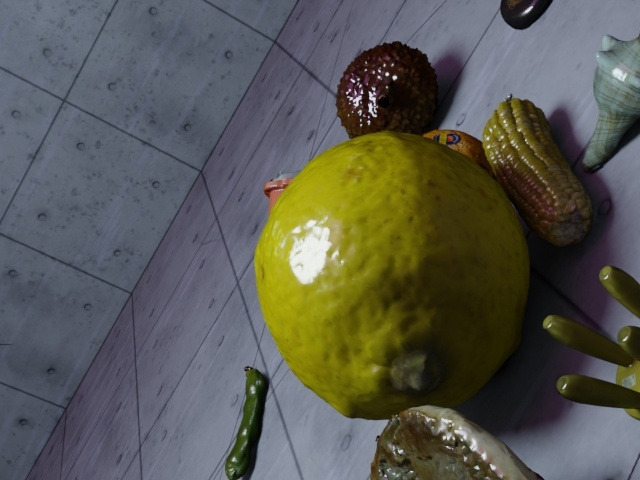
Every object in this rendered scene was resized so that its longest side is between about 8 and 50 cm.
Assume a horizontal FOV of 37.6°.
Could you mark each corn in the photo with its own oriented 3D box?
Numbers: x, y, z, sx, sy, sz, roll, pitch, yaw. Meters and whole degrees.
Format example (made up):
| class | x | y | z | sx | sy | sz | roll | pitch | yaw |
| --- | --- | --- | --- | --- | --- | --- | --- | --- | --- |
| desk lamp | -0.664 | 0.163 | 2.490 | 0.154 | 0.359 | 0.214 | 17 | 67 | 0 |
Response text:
| class | x | y | z | sx | sy | sz | roll | pitch | yaw |
| --- | --- | --- | --- | --- | --- | --- | --- | --- | --- |
| corn | 0.280 | -0.089 | 1.216 | 0.101 | 0.101 | 0.292 | -53 | 26 | 24 |

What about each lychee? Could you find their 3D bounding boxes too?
| class | x | y | z | sx | sy | sz | roll | pitch | yaw |
| --- | --- | --- | --- | --- | --- | --- | --- | --- | --- |
| lychee | 0.120 | -0.254 | 1.669 | 0.200 | 0.200 | 0.238 | -58 | 5 | 12 |

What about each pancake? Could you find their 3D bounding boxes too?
| class | x | y | z | sx | sy | sz | roll | pitch | yaw |
| --- | --- | --- | --- | --- | --- | --- | --- | --- | --- |
| pancake | 0.133 | 0.343 | 0.911 | 0.356 | 0.065 | 0.356 | -1 | 89 | 62 |

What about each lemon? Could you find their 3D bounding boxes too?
| class | x | y | z | sx | sy | sz | roll | pitch | yaw |
| --- | --- | --- | --- | --- | --- | --- | --- | --- | --- |
| lemon | 0.089 | 0.048 | 1.154 | 0.350 | 0.349 | 0.387 | -55 | 17 | 20 |

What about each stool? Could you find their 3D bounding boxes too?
| class | x | y | z | sx | sy | sz | roll | pitch | yaw |
| --- | --- | --- | --- | --- | --- | --- | --- | --- | --- |
| stool | 0.293 | 0.105 | 0.906 | 0.135 | 0.110 | 0.134 | -67 | 21 | -8 |

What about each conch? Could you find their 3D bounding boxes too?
| class | x | y | z | sx | sy | sz | roll | pitch | yaw |
| --- | --- | --- | --- | --- | --- | --- | --- | --- | --- |
| conch | 0.370 | -0.200 | 1.110 | 0.137 | 0.114 | 0.234 | -58 | 10 | -28 |

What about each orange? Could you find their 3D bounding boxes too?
| class | x | y | z | sx | sy | sz | roll | pitch | yaw |
| --- | --- | --- | --- | --- | --- | --- | --- | --- | --- |
| orange | 0.189 | -0.099 | 1.394 | 0.135 | 0.135 | 0.118 | -113 | 15 | -65 |

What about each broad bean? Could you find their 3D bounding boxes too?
| class | x | y | z | sx | sy | sz | roll | pitch | yaw |
| --- | --- | --- | --- | --- | --- | --- | --- | --- | --- |
| broad bean | -0.136 | 0.335 | 1.754 | 0.052 | 0.052 | 0.256 | 83 | -170 | -45 |

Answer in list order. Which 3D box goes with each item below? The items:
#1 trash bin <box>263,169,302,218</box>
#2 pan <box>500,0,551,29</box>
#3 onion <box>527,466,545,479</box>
| class | x | y | z | sx | sy | sz | roll | pitch | yaw |
| --- | --- | --- | --- | --- | --- | --- | --- | --- | --- |
| trash bin | 0.000 | 0.000 | 1.628 | 0.184 | 0.161 | 0.239 | -9 | 59 | 27 |
| pan | 0.343 | -0.437 | 1.567 | 0.115 | 0.040 | 0.212 | -39 | 31 | 37 |
| onion | 0.196 | 0.279 | 0.958 | 0.107 | 0.097 | 0.107 | 3 | 94 | 38 |
